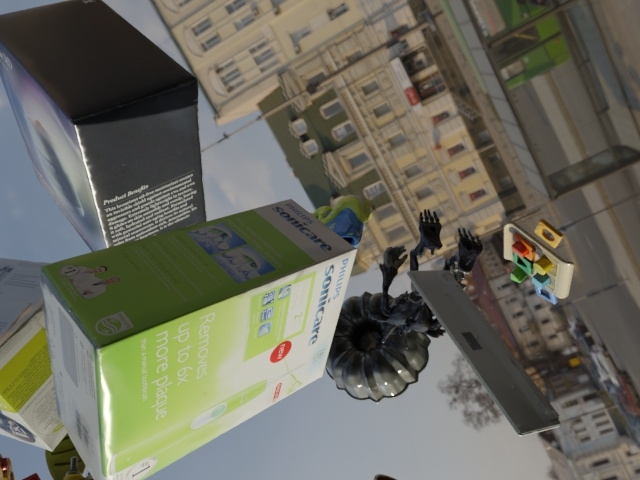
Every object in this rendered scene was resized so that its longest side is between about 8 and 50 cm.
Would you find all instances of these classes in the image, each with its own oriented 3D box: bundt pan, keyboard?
[{"bbox_3d":[0.142,0.288,1.569,0.124,0.331,0.330,55,-162,-52],"label":"bundt pan"},{"bbox_3d":[0.197,0.127,0.686,0.072,0.014,0.256,-4,-137,-27],"label":"keyboard"}]

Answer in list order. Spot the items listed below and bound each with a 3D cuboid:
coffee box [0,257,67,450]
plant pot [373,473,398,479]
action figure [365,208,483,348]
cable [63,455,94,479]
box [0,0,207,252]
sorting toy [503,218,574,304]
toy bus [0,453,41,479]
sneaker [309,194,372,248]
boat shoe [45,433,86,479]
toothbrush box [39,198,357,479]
[{"bbox_3d":[-0.779,0.285,1.415,0.338,0.338,0.334,-61,-34,-43],"label":"coffee box"},{"bbox_3d":[0.120,0.567,0.892,0.237,0.254,0.237,34,175,3],"label":"plant pot"},{"bbox_3d":[0.186,0.077,0.979,0.164,0.275,0.140,21,-136,0],"label":"action figure"},{"bbox_3d":[-0.397,0.517,0.921,0.140,0.072,0.287,15,-124,-14],"label":"cable"},{"bbox_3d":[-0.328,-0.158,0.820,0.296,0.183,0.293,42,144,28],"label":"box"},{"bbox_3d":[0.546,0.058,1.394,0.196,0.047,0.347,42,167,36],"label":"sorting toy"},{"bbox_3d":[-0.781,0.561,1.283,0.191,0.202,0.104,40,173,-22],"label":"toy bus"},{"bbox_3d":[0.000,0.000,1.096,0.091,0.240,0.126,34,-133,-23],"label":"sneaker"},{"bbox_3d":[-0.713,0.545,1.512,0.113,0.103,0.302,-6,-129,-29],"label":"boat shoe"},{"bbox_3d":[-0.118,0.097,0.571,0.283,0.206,0.122,-20,-135,-41],"label":"toothbrush box"}]
